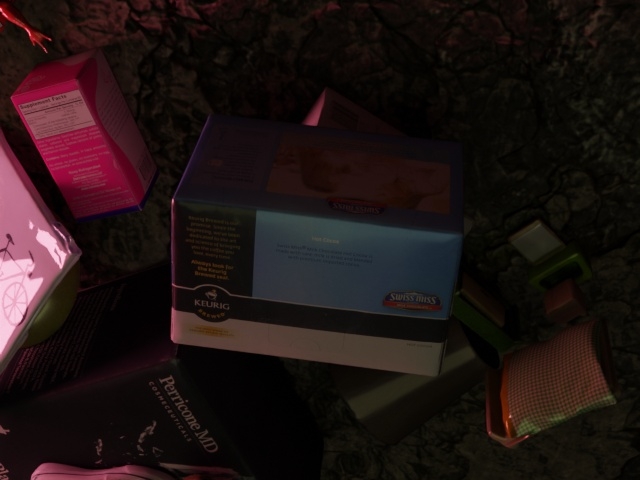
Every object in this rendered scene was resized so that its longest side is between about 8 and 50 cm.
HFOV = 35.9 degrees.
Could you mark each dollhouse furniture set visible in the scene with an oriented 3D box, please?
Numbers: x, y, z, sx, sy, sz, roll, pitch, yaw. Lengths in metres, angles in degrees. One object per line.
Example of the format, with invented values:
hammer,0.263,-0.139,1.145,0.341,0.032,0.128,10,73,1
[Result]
dollhouse furniture set,0.295,0.124,1.439,0.197,0.301,0.151,-36,116,29

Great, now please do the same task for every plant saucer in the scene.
plant saucer,-0.492,0.051,1.557,0.241,0.037,0.240,-1,86,19

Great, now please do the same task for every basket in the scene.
basket,0.161,0.205,1.610,0.227,0.154,0.204,-34,117,22

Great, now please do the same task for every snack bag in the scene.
snack bag,-0.505,0.037,1.487,0.037,0.323,0.342,12,120,-51

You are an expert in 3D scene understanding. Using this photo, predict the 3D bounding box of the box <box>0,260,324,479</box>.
box,-0.307,0.331,1.666,0.472,0.297,0.480,-19,120,16

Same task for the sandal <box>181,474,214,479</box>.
sandal,-0.147,0.404,1.492,0.090,0.060,0.219,-18,135,22

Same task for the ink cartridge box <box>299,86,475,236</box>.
ink cartridge box,0.035,-0.021,1.475,0.272,0.130,0.309,30,123,-13

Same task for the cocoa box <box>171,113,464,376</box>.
cocoa box,0.000,0.000,1.271,0.347,0.231,0.228,7,124,3

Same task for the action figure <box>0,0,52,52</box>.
action figure,-0.365,-0.370,1.302,0.139,0.091,0.280,34,122,-6

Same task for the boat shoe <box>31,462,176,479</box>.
boat shoe,-0.328,0.389,1.481,0.226,0.075,0.083,1,124,6

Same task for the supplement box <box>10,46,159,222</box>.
supplement box,-0.337,-0.151,1.440,0.114,0.111,0.220,-10,122,14
